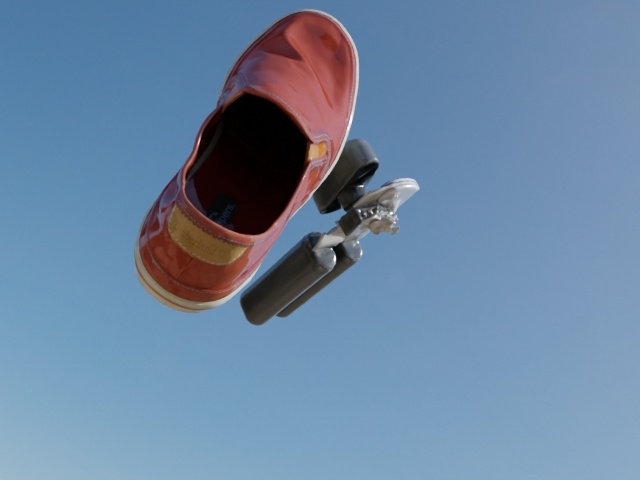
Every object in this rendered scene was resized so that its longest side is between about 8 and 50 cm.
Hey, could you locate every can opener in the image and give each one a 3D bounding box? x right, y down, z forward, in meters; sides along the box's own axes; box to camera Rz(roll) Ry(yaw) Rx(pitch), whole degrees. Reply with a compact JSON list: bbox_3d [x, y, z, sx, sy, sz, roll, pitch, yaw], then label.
[{"bbox_3d":[0.000,0.000,0.884,0.074,0.093,0.280,-12,-24,-39],"label":"can opener"}]

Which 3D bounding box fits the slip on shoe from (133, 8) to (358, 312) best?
[{"bbox_3d":[-0.039,-0.088,0.689,0.123,0.331,0.101,33,-40,-7],"label":"slip on shoe"}]
